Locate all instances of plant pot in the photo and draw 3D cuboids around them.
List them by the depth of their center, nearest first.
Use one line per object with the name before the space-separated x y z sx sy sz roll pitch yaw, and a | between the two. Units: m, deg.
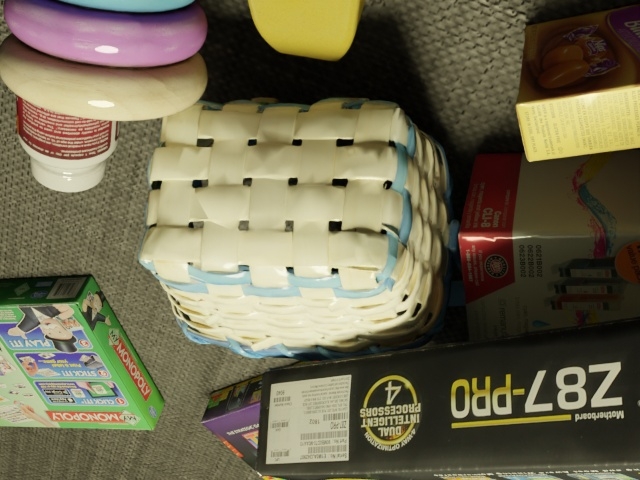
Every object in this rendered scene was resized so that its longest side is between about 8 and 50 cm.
plant pot | -0.004 -0.175 0.635 0.081 0.081 0.083 11 144 8

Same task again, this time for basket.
basket | 0.000 0.000 0.727 0.255 0.201 0.289 2 159 11

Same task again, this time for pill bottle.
pill bottle | -0.209 -0.116 0.746 0.086 0.086 0.152 18 134 1

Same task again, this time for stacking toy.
stacking toy | -0.126 -0.249 0.548 0.141 0.141 0.330 12 117 7

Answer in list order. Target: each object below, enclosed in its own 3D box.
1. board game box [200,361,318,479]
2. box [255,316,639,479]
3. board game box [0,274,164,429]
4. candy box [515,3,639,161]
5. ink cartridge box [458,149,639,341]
board game box | -0.026 0.210 1.013 0.170 0.048 0.141 -25 121 34
box | 0.198 0.147 0.668 0.395 0.097 0.318 -15 154 39
board game box | -0.367 0.139 1.058 0.318 0.046 0.213 -3 131 20
candy box | 0.229 -0.114 0.593 0.187 0.109 0.053 -6 129 21
ink cartridge box | 0.207 0.013 0.695 0.176 0.127 0.128 -1 123 17
